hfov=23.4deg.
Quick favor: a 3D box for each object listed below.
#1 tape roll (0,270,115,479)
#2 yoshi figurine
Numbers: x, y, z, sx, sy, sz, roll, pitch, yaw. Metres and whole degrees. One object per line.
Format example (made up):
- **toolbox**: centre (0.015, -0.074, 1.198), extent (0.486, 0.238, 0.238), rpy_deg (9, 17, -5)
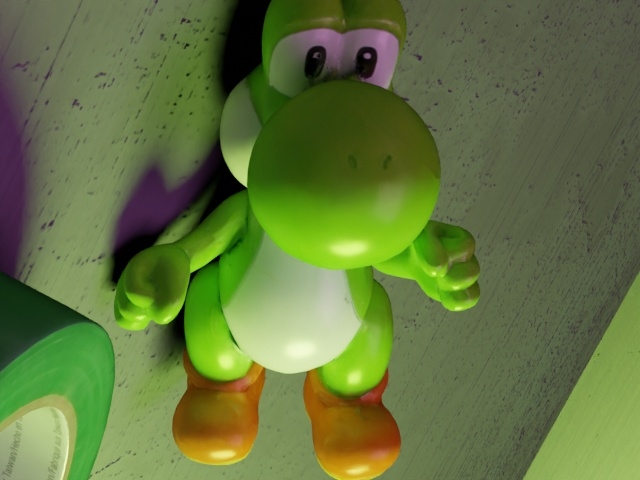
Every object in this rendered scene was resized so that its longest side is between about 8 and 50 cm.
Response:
- **tape roll**: centre (-0.219, 0.167, 0.781), extent (0.321, 0.077, 0.321), rpy_deg (-59, 169, -20)
- **yoshi figurine**: centre (-0.008, 0.017, 0.971), extent (0.203, 0.203, 0.362), rpy_deg (-30, 142, -37)
